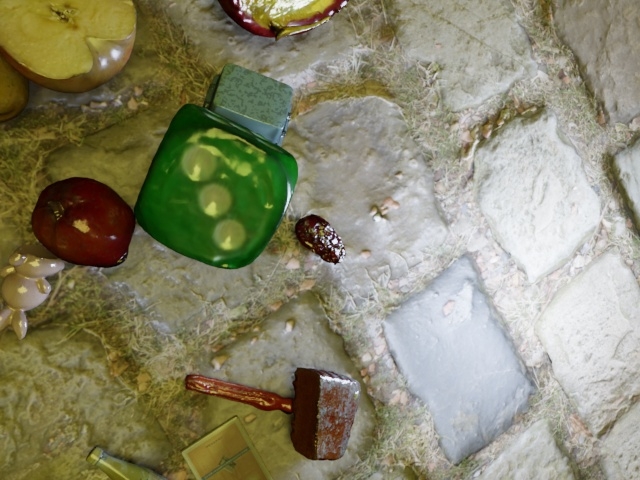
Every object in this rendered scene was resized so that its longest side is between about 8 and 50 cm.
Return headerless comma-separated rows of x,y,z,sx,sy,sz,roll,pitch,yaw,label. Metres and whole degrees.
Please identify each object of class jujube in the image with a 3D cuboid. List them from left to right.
0.000,-0.002,1.491,0.104,0.104,0.166,-47,114,-13,jujube

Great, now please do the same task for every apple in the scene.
-0.558,-0.448,1.192,0.251,0.163,0.293,39,64,-6,apple

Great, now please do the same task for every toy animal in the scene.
-0.688,0.117,1.256,0.124,0.124,0.212,23,92,-17,toy animal

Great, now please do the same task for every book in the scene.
-0.239,0.612,1.440,0.170,0.018,0.241,-30,99,-17,book

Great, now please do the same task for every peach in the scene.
-0.090,-0.702,1.351,0.406,0.310,0.335,-34,138,-5,peach

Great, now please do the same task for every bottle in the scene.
-0.454,0.594,1.336,0.270,0.083,0.083,39,78,-11,bottle

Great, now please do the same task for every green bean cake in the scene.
0.001,0.465,1.457,0.199,0.097,0.232,19,83,-42,green bean cake

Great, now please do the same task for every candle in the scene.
-0.198,0.412,1.438,0.329,0.051,0.048,18,110,-17,candle

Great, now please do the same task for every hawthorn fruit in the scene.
-0.544,-0.044,1.223,0.215,0.250,0.215,-2,80,10,hawthorn fruit

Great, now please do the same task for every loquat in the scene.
-0.756,-0.356,1.181,0.213,0.213,0.213,0,89,-19,loquat

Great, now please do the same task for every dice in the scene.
-0.241,-0.129,1.267,0.300,0.287,0.297,24,104,-17,dice

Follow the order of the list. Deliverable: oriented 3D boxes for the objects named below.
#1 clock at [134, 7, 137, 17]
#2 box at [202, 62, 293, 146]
-0.554,-0.512,1.316,0.147,0.071,0.192,29,81,-17,clock
-0.183,-0.347,1.409,0.227,0.130,0.162,18,72,-15,box
